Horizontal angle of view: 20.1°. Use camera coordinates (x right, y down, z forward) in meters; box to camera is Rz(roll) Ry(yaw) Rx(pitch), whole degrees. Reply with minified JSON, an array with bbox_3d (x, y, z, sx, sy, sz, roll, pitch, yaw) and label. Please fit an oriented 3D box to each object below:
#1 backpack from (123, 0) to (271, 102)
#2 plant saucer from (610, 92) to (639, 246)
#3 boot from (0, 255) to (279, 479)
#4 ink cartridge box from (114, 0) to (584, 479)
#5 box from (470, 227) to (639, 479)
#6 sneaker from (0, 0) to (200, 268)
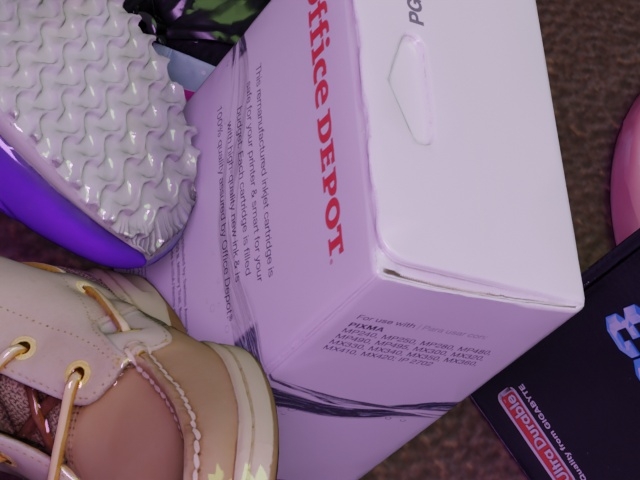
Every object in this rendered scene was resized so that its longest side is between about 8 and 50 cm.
[{"bbox_3d":[-0.037,-0.111,0.917,0.182,0.115,0.152,23,63,-20],"label":"backpack"},{"bbox_3d":[0.332,0.009,1.099,0.332,0.084,0.332,16,54,-23],"label":"plant saucer"},{"bbox_3d":[-0.139,0.054,0.684,0.203,0.095,0.262,12,12,-24],"label":"boot"},{"bbox_3d":[0.000,0.000,0.786,0.100,0.237,0.172,12,57,-27],"label":"ink cartridge box"},{"bbox_3d":[0.240,0.110,0.836,0.073,0.293,0.295,-25,78,-42],"label":"box"},{"bbox_3d":[-0.188,-0.081,0.781,0.293,0.146,0.102,42,41,-8],"label":"sneaker"}]
